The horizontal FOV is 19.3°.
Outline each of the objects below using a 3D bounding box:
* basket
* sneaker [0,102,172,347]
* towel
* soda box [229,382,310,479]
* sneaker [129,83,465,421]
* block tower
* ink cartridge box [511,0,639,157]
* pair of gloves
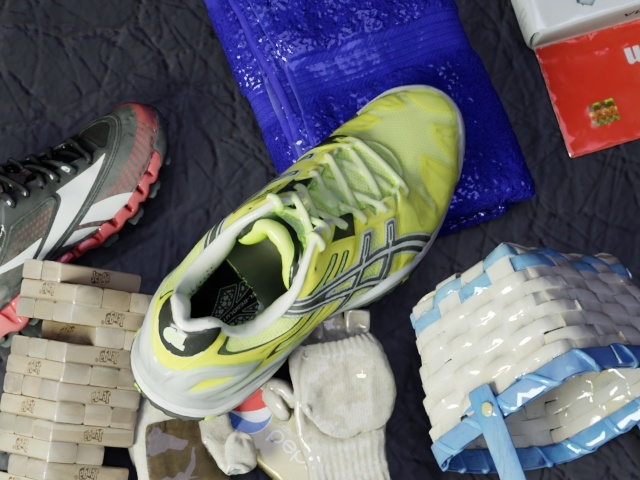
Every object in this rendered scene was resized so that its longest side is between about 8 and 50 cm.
[{"bbox_3d":[0.221,0.155,1.623,0.201,0.254,0.289,-43,56,30],"label":"basket"},{"bbox_3d":[-0.250,-0.035,1.699,0.276,0.135,0.097,-47,42,-11],"label":"sneaker"},{"bbox_3d":[0.047,-0.142,1.772,0.227,0.076,0.308,-22,79,-6],"label":"towel"},{"bbox_3d":[-0.041,0.176,1.704,0.181,0.058,0.061,40,78,7],"label":"soda box"},{"bbox_3d":[0.000,0.000,1.612,0.145,0.147,0.385,40,67,7],"label":"sneaker"},{"bbox_3d":[-0.226,0.189,1.634,0.097,0.091,0.336,11,85,-41],"label":"block tower"},{"bbox_3d":[0.329,-0.232,1.813,0.275,0.060,0.239,-16,77,-6],"label":"ink cartridge box"},{"bbox_3d":[-0.051,0.154,1.657,0.240,0.042,0.204,-2,76,-4],"label":"pair of gloves"}]
